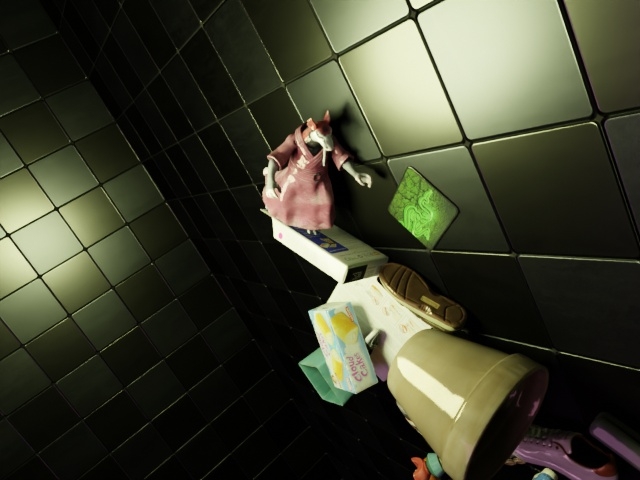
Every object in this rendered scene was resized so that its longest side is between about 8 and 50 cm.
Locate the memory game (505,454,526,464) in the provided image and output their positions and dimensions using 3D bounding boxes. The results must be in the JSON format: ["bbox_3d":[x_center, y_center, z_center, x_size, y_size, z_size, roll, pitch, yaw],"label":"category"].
[{"bbox_3d":[0.504,0.613,1.440,0.186,0.012,0.186,7,146,5],"label":"memory game"}]

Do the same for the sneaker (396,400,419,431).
[{"bbox_3d":[0.388,0.563,1.573,0.321,0.126,0.127,13,140,52],"label":"sneaker"}]

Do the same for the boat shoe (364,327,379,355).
[{"bbox_3d":[0.157,0.315,1.556,0.040,0.049,0.142,40,144,15],"label":"boat shoe"}]

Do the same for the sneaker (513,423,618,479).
[{"bbox_3d":[0.559,0.482,1.216,0.290,0.106,0.123,15,128,41],"label":"sneaker"}]

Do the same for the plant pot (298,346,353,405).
[{"bbox_3d":[0.082,0.435,1.800,0.165,0.234,0.166,57,154,-7],"label":"plant pot"}]

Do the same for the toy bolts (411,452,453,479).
[{"bbox_3d":[0.457,0.853,1.878,0.228,0.158,0.218,53,-163,-23],"label":"toy bolts"}]

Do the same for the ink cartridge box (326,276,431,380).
[{"bbox_3d":[0.184,0.224,1.576,0.308,0.091,0.385,45,137,18],"label":"ink cartridge box"}]

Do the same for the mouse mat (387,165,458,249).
[{"bbox_3d":[0.230,-0.070,1.165,0.152,0.007,0.189,45,155,16],"label":"mouse mat"}]

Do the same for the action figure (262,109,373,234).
[{"bbox_3d":[-0.018,-0.193,1.302,0.370,0.248,0.275,107,163,-48],"label":"action figure"}]

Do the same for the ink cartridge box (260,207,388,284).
[{"bbox_3d":[0.000,0.000,1.448,0.371,0.176,0.069,35,120,36],"label":"ink cartridge box"}]

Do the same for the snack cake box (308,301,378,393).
[{"bbox_3d":[0.068,0.327,1.573,0.152,0.089,0.264,-19,91,64],"label":"snack cake box"}]

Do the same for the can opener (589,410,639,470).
[{"bbox_3d":[0.682,0.429,0.983,0.283,0.076,0.095,37,118,32],"label":"can opener"}]

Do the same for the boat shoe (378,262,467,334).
[{"bbox_3d":[0.256,0.161,1.319,0.257,0.095,0.095,39,158,27],"label":"boat shoe"}]

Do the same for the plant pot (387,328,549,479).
[{"bbox_3d":[0.324,0.359,1.192,0.280,0.323,0.323,32,148,41],"label":"plant pot"}]

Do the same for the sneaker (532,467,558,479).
[{"bbox_3d":[0.609,0.700,1.412,0.058,0.085,0.152,38,151,29],"label":"sneaker"}]
